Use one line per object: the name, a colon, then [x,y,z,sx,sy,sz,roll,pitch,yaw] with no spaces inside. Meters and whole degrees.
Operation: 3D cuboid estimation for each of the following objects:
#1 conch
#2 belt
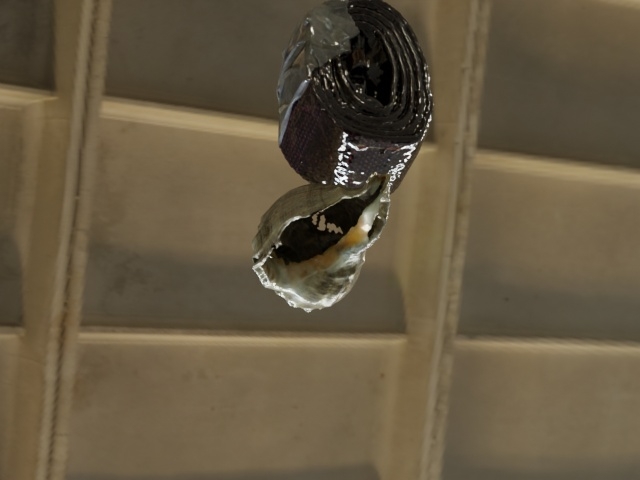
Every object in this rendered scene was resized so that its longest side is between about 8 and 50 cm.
conch: [0.000,0.000,1.227,0.130,0.207,0.155,54,-142,3]
belt: [0.038,-0.181,1.462,0.184,0.164,0.289,10,-132,-12]
